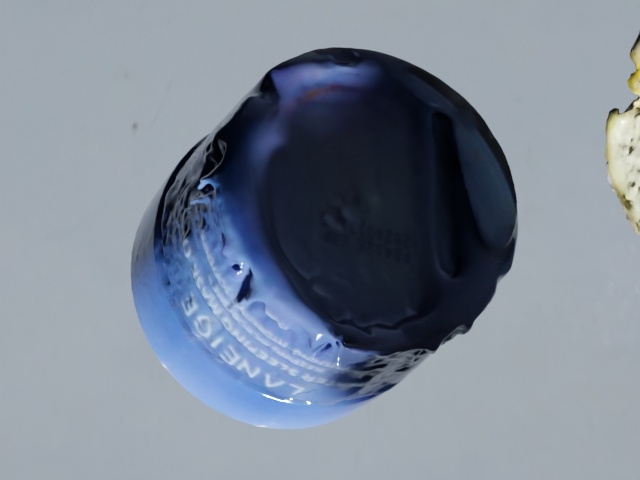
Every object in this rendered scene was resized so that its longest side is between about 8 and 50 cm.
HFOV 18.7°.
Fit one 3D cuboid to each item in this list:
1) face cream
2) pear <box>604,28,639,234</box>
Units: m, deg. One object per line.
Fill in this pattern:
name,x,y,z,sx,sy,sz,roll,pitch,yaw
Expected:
face cream,0.000,0.000,1.494,0.249,0.225,0.249,8,66,-19
pear,0.424,-0.072,1.493,0.191,0.386,0.340,-9,121,-38
